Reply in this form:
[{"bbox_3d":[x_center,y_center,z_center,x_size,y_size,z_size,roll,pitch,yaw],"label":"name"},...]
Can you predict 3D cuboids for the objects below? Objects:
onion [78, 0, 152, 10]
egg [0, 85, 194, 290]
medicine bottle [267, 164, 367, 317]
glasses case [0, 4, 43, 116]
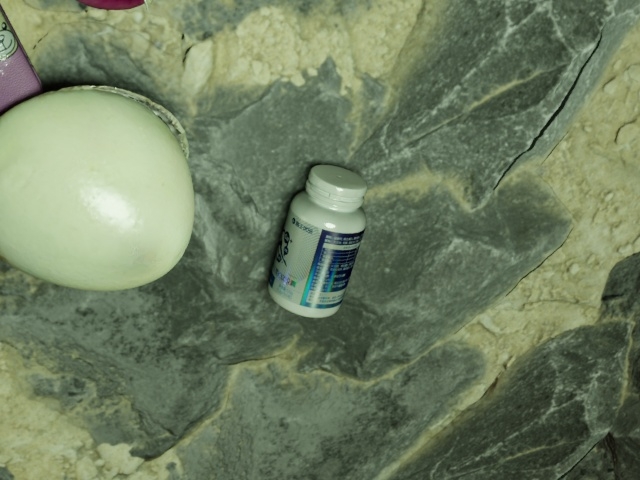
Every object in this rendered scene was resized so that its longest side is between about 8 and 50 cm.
[{"bbox_3d":[-0.229,-0.339,1.237,0.177,0.153,0.177,-2,108,-8],"label":"onion"},{"bbox_3d":[-0.277,-0.038,1.346,0.286,0.174,0.264,11,123,-35],"label":"egg"},{"bbox_3d":[0.000,0.000,1.528,0.107,0.107,0.191,6,115,-22],"label":"medicine bottle"},{"bbox_3d":[-0.420,-0.251,1.257,0.123,0.076,0.316,-25,124,-6],"label":"glasses case"}]
